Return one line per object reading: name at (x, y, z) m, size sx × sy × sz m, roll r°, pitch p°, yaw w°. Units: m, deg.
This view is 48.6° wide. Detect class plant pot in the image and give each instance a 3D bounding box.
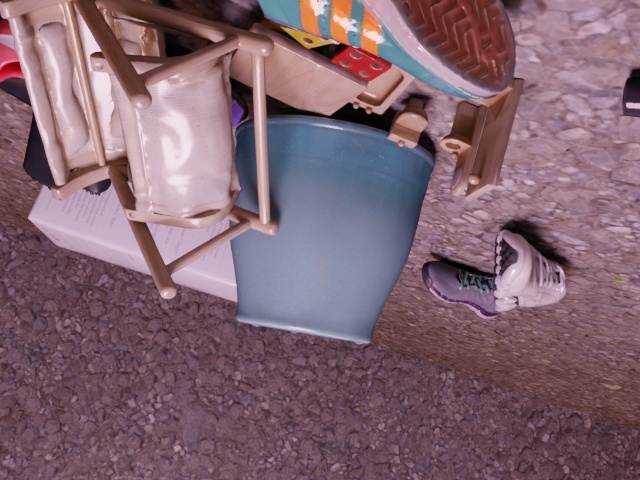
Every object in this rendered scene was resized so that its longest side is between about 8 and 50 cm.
plant pot at (0.000, 0.000, 0.944) m, size 0.272 × 0.255 × 0.271 m, roll 9°, pitch 172°, yaw 1°

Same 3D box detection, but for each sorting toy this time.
sorting toy at (-0.022, -0.195, 0.768) m, size 0.132 × 0.046 × 0.274 m, roll 22°, pitch 168°, yaw -17°

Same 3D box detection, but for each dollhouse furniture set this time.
dollhouse furniture set at (0.103, -0.119, 0.763) m, size 0.151 × 0.123 × 0.144 m, roll 21°, pitch 163°, yaw -11°

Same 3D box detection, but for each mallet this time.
mallet at (0.349, -0.110, 0.713) m, size 0.062 × 0.039 × 0.190 m, roll 4°, pitch 164°, yaw 33°

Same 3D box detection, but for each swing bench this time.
swing bench at (-0.188, -0.125, 0.769) m, size 0.255 × 0.165 × 0.253 m, roll 36°, pitch 142°, yaw 30°

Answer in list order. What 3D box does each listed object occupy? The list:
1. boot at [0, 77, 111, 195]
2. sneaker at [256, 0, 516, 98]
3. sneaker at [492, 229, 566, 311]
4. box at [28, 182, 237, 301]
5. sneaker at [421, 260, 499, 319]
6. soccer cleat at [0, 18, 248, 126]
boot at (-0.402, -0.174, 0.997) m, size 0.247 × 0.094 × 0.207 m, roll 17°, pitch 129°, yaw -15°
sneaker at (0.027, -0.213, 0.586) m, size 0.302 × 0.108 × 0.121 m, roll 33°, pitch 160°, yaw -20°
sneaker at (0.339, 0.053, 1.149) m, size 0.118 × 0.110 × 0.292 m, roll 4°, pitch 169°, yaw 17°
box at (-0.261, -0.057, 1.186) m, size 0.345 × 0.215 × 0.168 m, roll 18°, pitch 164°, yaw -1°
sneaker at (0.293, 0.079, 1.349) m, size 0.224 × 0.083 × 0.098 m, roll 23°, pitch 143°, yaw -35°
soccer cleat at (-0.250, -0.194, 0.894) m, size 0.318 × 0.116 × 0.108 m, roll 22°, pitch 163°, yaw -13°
